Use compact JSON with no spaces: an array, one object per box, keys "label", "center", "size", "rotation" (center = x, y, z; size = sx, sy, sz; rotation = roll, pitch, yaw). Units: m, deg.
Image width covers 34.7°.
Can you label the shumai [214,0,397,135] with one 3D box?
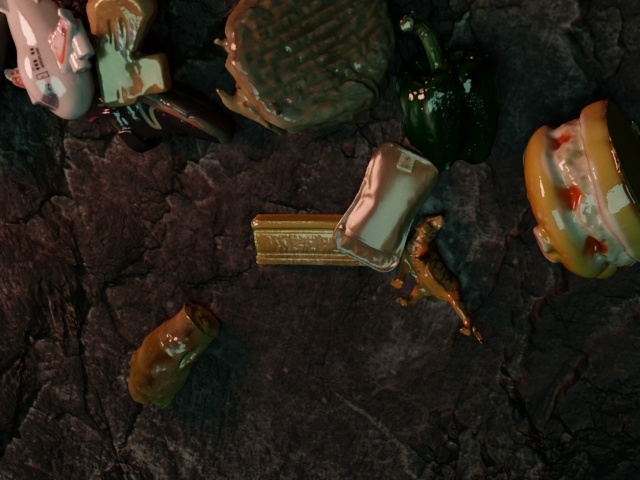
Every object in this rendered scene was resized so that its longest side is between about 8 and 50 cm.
[{"label":"shumai","center":[-0.028,-0.295,1.667],"size":[0.267,0.314,0.262],"rotation":[41,163,-5]}]

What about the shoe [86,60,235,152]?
[{"label":"shoe","center":[-0.296,-0.215,1.803],"size":[0.291,0.114,0.137],"rotation":[22,114,7]}]

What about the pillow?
[{"label":"pillow","center":[0.112,-0.059,1.784],"size":[0.130,0.033,0.217],"rotation":[26,102,8]}]

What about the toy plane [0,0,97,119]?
[{"label":"toy plane","center":[-0.456,-0.315,1.682],"size":[0.252,0.118,0.252],"rotation":[25,128,35]}]

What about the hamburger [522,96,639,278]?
[{"label":"hamburger","center":[0.434,-0.063,1.612],"size":[0.186,0.261,0.303],"rotation":[-25,148,31]}]

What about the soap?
[{"label":"soap","center":[0.000,0.000,1.871],"size":[0.252,0.037,0.092],"rotation":[2,115,15]}]

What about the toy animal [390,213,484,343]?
[{"label":"toy animal","center":[0.216,0.084,1.830],"size":[0.114,0.116,0.255],"rotation":[-12,119,46]}]

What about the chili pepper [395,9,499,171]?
[{"label":"chili pepper","center":[0.197,-0.245,1.615],"size":[0.165,0.174,0.261],"rotation":[-4,120,13]}]

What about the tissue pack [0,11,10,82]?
[{"label":"tissue pack","center":[-0.679,-0.319,1.803],"size":[0.229,0.236,0.333],"rotation":[23,120,-6]}]

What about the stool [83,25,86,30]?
[{"label":"stool","center":[-0.470,-0.351,1.799],"size":[0.110,0.096,0.096],"rotation":[15,119,4]}]

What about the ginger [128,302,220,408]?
[{"label":"ginger","center":[-0.300,0.230,2.030],"size":[0.116,0.109,0.263],"rotation":[50,121,20]}]

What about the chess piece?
[{"label":"chess piece","center":[-0.329,-0.374,1.693],"size":[0.137,0.137,0.301],"rotation":[-2,102,17]}]
